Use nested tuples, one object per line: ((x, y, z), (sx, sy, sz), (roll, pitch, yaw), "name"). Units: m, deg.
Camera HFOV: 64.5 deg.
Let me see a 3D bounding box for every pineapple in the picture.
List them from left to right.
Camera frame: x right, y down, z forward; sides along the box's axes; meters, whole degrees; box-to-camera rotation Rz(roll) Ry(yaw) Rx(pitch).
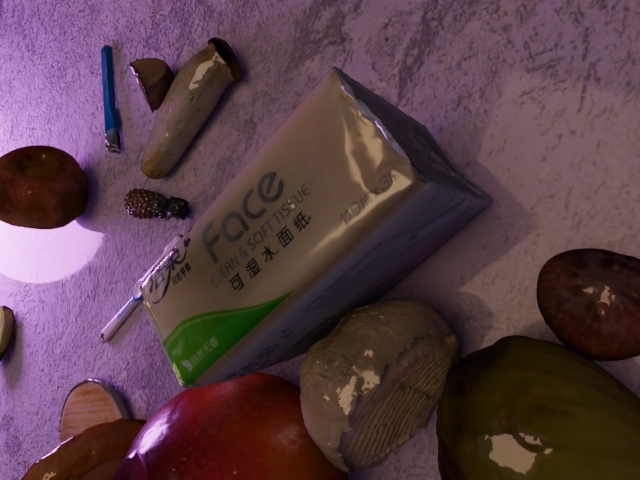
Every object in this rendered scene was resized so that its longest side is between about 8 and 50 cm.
((-0.353, -0.074, 1.107), (0.159, 0.074, 0.074), (9, 92, 28), "pineapple")

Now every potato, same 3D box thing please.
((-0.926, 0.278, 1.459), (0.119, 0.054, 0.198), (14, 90, 33), "potato")
((-0.346, -0.337, 1.105), (0.172, 0.089, 0.101), (48, 157, 47), "potato")

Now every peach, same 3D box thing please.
((-0.696, -0.123, 1.232), (0.214, 0.235, 0.214), (5, 100, 32), "peach")
((-0.140, 0.389, 0.768), (0.388, 0.388, 0.388), (-2, 86, 32), "peach")

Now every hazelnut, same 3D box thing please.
((0.341, 0.074, 0.617), (0.154, 0.143, 0.143), (39, 107, 30), "hazelnut")

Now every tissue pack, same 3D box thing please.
((0.000, 0.000, 0.720), (0.405, 0.332, 0.205), (-42, 68, 23), "tissue pack")

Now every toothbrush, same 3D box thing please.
((-0.412, 0.116, 1.148), (0.386, 0.040, 0.040), (-45, 65, 22), "toothbrush")

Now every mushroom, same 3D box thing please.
((-0.284, -0.274, 1.066), (0.333, 0.087, 0.107), (-46, 66, 24), "mushroom")

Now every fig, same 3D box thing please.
((0.273, 0.236, 0.597), (0.271, 0.239, 0.239), (9, 92, 19), "fig")

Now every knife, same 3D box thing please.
((-0.519, -0.349, 1.253), (0.044, 0.026, 0.297), (-14, 77, 28), "knife")

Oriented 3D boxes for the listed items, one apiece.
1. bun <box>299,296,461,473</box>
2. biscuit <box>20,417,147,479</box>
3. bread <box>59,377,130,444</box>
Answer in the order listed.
((0.072, 0.185, 0.716), (0.152, 0.259, 0.259), (37, 107, 41), "bun")
((-0.437, 0.490, 0.991), (0.102, 0.296, 0.296), (33, 105, 37), "biscuit")
((-0.531, 0.459, 1.202), (0.267, 0.040, 0.267), (-2, 85, 32), "bread")
